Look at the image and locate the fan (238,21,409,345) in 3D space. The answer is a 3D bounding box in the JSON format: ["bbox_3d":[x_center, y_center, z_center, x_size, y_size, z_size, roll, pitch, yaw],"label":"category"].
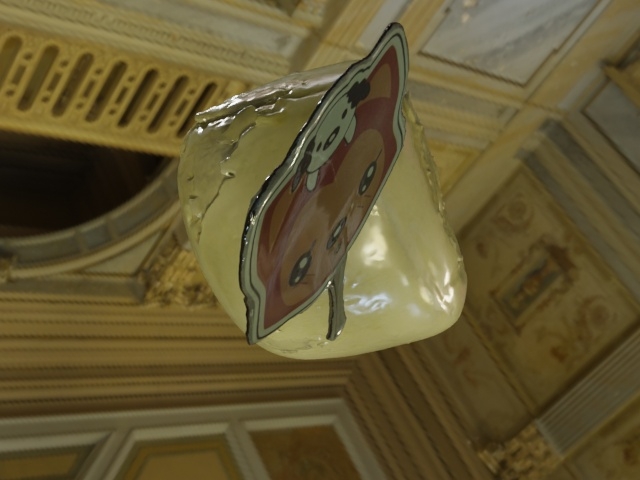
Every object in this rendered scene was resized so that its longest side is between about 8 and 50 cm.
[{"bbox_3d":[0.006,0.000,0.434,0.009,0.220,0.132,30,-115,18],"label":"fan"}]

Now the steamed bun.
[{"bbox_3d":[0.000,0.000,0.787,0.166,0.232,0.273,-80,-27,-60],"label":"steamed bun"}]
